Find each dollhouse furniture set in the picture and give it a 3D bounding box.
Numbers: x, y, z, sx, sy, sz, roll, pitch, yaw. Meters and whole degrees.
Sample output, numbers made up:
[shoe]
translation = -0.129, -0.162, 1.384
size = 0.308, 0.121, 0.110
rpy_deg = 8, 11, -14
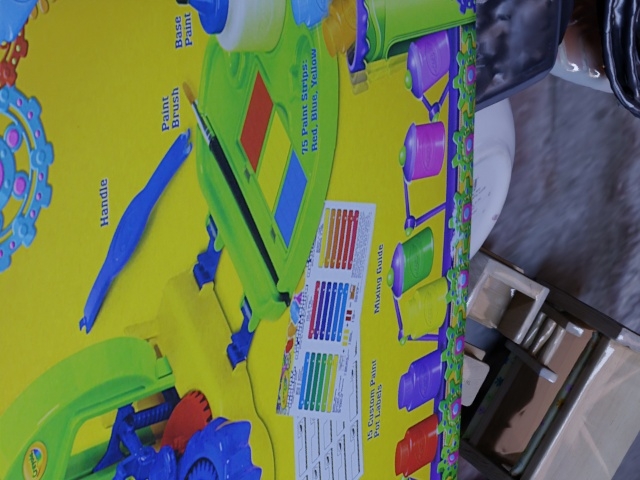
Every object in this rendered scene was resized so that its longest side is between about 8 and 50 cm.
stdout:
[dollhouse furniture set]
translation = 0.079, 0.101, 1.018
size = 0.161, 0.101, 0.182
rpy_deg = 28, 94, -29

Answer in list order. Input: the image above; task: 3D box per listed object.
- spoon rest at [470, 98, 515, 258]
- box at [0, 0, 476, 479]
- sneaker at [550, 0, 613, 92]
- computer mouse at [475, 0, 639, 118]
[spoon rest]
translation = 0.000, 0.000, 0.856
size = 0.276, 0.084, 0.137
rpy_deg = -38, 146, -40
[box]
translation = -0.094, 0.047, 0.568
size = 0.279, 0.177, 0.290
rpy_deg = -22, 118, -56
[sneaker]
translation = 0.162, -0.138, 0.888
size = 0.302, 0.121, 0.108
rpy_deg = 18, 124, -33
[computer mouse]
translation = 0.030, -0.094, 0.764
size = 0.272, 0.072, 0.188
rpy_deg = -24, 130, -11
